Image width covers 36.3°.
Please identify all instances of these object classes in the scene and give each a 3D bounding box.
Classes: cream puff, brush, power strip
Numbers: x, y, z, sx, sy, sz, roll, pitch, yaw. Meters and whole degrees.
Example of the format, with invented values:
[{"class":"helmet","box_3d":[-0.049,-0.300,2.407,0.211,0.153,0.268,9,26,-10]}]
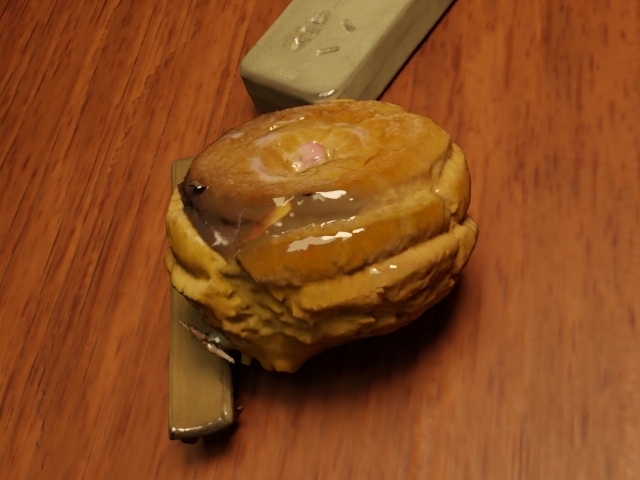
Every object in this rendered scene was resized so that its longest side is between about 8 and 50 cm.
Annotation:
[{"class":"cream puff","box_3d":[0.000,0.000,0.573,0.189,0.129,0.189,-12,28,6]},{"class":"brush","box_3d":[-0.079,0.028,0.649,0.043,0.036,0.248,-14,45,4]},{"class":"power strip","box_3d":[0.056,-0.202,0.755,0.093,0.053,0.288,23,66,32]}]
